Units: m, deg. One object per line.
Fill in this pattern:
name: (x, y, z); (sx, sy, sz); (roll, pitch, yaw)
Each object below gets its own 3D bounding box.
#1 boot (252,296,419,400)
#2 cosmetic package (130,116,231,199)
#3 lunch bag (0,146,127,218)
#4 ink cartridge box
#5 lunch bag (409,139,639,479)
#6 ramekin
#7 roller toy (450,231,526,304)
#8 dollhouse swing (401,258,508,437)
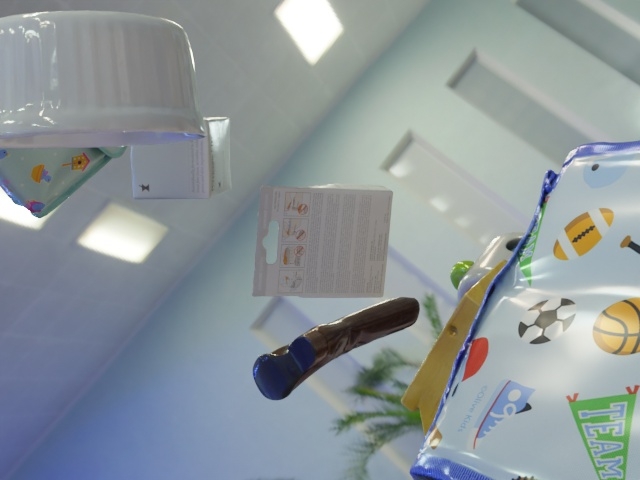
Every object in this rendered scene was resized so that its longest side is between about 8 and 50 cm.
boot: (0.014, 0.080, 0.656); (0.114, 0.037, 0.106); (-21, -10, -38)
cosmetic package: (-0.266, -0.163, 1.647); (0.183, 0.152, 0.151); (-56, -34, -78)
lunch bag: (-0.431, -0.203, 1.357); (0.262, 0.160, 0.223); (-41, -55, -18)
ink cartridge box: (0.000, 0.000, 1.356); (0.225, 0.056, 0.180); (1, -79, -18)
lunch bag: (0.296, 0.110, 0.608); (0.327, 0.386, 0.239); (-60, -32, -18)
ramekin: (-0.278, -0.184, 1.013); (0.277, 0.277, 0.135); (-11, -81, -62)
roller toy: (0.353, 0.090, 1.486); (0.146, 0.209, 0.191); (-46, 14, -33)
dollhouse swing: (0.380, 0.208, 1.294); (0.305, 0.347, 0.315); (-22, -36, -54)
